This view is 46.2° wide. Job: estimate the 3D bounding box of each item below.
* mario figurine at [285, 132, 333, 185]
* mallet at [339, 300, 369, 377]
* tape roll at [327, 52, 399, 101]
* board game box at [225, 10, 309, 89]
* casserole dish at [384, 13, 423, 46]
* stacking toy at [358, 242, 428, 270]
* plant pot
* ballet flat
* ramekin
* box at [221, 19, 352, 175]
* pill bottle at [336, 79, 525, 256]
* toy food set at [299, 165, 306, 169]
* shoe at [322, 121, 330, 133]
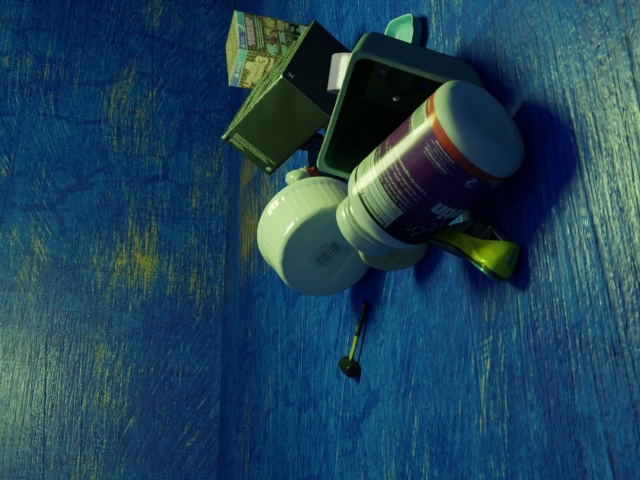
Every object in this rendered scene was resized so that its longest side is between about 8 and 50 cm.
[{"bbox_3d":[-0.033,-0.147,2.075,0.170,0.198,0.320,-49,31,38],"label":"mario figurine"},{"bbox_3d":[0.089,0.239,1.797,0.062,0.039,0.189,-124,47,-64],"label":"mallet"},{"bbox_3d":[0.114,-0.360,1.670,0.189,0.189,0.080,-153,70,-72],"label":"tape roll"},{"bbox_3d":[-0.145,-0.595,2.417,0.232,0.291,0.141,-100,23,-43],"label":"board game box"},{"bbox_3d":[0.187,-0.453,1.720,0.188,0.037,0.114,-153,72,-73],"label":"casserole dish"},{"bbox_3d":[0.144,-0.102,1.600,0.141,0.141,0.330,116,159,-48],"label":"stacking toy"},{"bbox_3d":[0.153,-0.262,1.439,0.252,0.247,0.247,-79,6,-55],"label":"plant pot"},{"bbox_3d":[0.264,0.005,1.274,0.077,0.077,0.231,-60,23,4],"label":"ballet flat"},{"bbox_3d":[0.000,0.000,1.781,0.135,0.277,0.277,-125,44,-55],"label":"ramekin"},{"bbox_3d":[-0.076,-0.382,2.030,0.294,0.183,0.296,-38,21,43],"label":"box"},{"bbox_3d":[0.172,-0.106,1.267,0.323,0.182,0.181,-42,41,39],"label":"pill bottle"},{"bbox_3d":[-0.072,-0.190,2.490,0.078,0.019,0.122,-153,71,-72],"label":"toy food set"},{"bbox_3d":[0.020,-0.352,2.187,0.076,0.058,0.219,114,156,-44],"label":"shoe"}]
